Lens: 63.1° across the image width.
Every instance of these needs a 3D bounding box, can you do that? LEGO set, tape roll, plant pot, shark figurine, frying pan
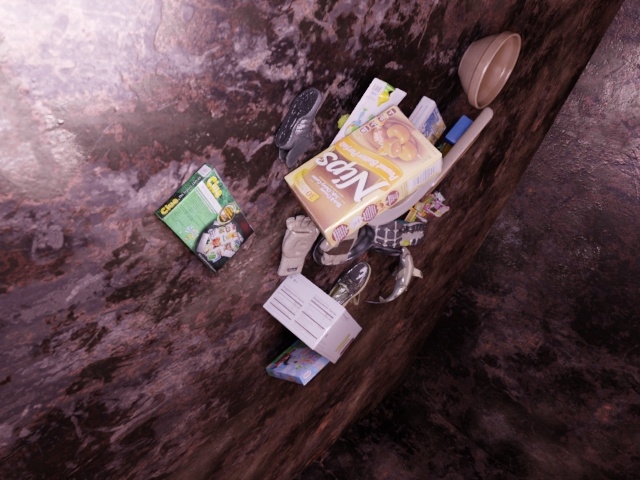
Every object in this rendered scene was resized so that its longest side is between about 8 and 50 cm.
[{"bbox_3d":[0.400,-0.082,2.014,0.287,0.107,0.132,-44,154,-21],"label":"LEGO set"},{"bbox_3d":[0.214,-0.176,1.504,0.286,0.100,0.286,-31,155,-17],"label":"tape roll"},{"bbox_3d":[0.503,-0.537,1.606,0.237,0.109,0.237,-41,151,-28],"label":"plant pot"},{"bbox_3d":[0.320,0.174,2.226,0.166,0.116,0.278,34,83,-32],"label":"shark figurine"},{"bbox_3d":[0.126,-0.005,1.564,0.325,0.053,0.197,-10,145,-22],"label":"frying pan"}]

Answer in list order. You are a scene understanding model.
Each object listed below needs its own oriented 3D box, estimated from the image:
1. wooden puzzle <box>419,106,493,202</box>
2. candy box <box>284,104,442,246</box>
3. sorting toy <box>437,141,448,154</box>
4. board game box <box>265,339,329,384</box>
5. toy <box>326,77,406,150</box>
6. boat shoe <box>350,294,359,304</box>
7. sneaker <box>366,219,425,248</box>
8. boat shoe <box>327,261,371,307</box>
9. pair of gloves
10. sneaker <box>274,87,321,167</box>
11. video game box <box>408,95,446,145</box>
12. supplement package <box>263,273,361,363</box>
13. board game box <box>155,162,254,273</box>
[{"bbox_3d":[0.427,-0.288,1.763,0.322,0.080,0.348,-50,173,3],"label":"wooden puzzle"},{"bbox_3d":[0.099,-0.152,1.205,0.316,0.183,0.088,-34,153,-5],"label":"candy box"},{"bbox_3d":[0.440,-0.335,1.872,0.062,0.012,0.083,-52,159,7],"label":"sorting toy"},{"bbox_3d":[-0.065,0.399,1.727,0.160,0.211,0.039,-37,109,-33],"label":"board game box"},{"bbox_3d":[0.088,-0.282,1.251,0.136,0.056,0.237,2,135,-51],"label":"toy"},{"bbox_3d":[0.136,0.179,1.953,0.056,0.048,0.153,-29,146,-42],"label":"boat shoe"},{"bbox_3d":[0.245,-0.028,1.815,0.275,0.110,0.107,2,105,-41],"label":"sneaker"},{"bbox_3d":[0.092,0.165,1.823,0.224,0.080,0.073,-50,161,2],"label":"boat shoe"},{"bbox_3d":[0.000,0.000,1.423,0.240,0.042,0.204,-12,139,-25],"label":"pair of gloves"},{"bbox_3d":[-0.041,-0.237,1.105,0.170,0.051,0.089,-54,156,12],"label":"sneaker"},{"bbox_3d":[0.303,-0.319,1.610,0.187,0.048,0.205,-54,156,6],"label":"video game box"},{"bbox_3d":[-0.016,0.234,1.569,0.145,0.204,0.262,-51,155,-7],"label":"supplement package"},{"bbox_3d":[-0.224,-0.035,1.064,0.136,0.030,0.260,-46,154,-13],"label":"board game box"}]
